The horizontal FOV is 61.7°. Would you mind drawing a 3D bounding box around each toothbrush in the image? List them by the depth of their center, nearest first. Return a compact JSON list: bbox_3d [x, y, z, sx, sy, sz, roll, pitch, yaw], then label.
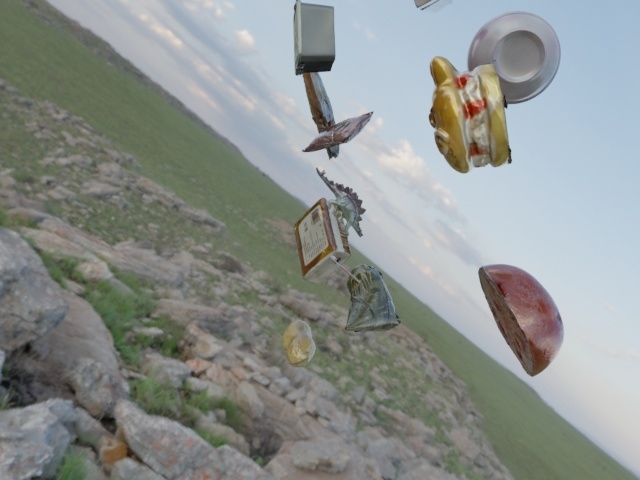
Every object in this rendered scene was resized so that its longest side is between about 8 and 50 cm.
[{"bbox_3d":[0.052,0.060,1.119,0.097,0.008,0.006,42,-5,35],"label":"toothbrush"}]

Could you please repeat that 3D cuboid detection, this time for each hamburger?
[{"bbox_3d":[0.369,-0.323,1.362,0.261,0.186,0.303,-71,151,-63],"label":"hamburger"}]

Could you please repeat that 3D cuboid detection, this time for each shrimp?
[{"bbox_3d":[-0.005,-0.371,1.447,0.164,0.062,0.317,-83,155,-75],"label":"shrimp"}]

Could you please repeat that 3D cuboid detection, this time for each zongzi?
[{"bbox_3d":[0.130,0.192,1.815,0.274,0.125,0.251,6,53,-47],"label":"zongzi"}]

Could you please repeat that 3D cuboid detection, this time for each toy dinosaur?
[{"bbox_3d":[0.052,-0.097,1.302,0.209,0.082,0.039,54,-1,-15],"label":"toy dinosaur"}]

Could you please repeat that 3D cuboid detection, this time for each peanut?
[{"bbox_3d":[-0.075,0.366,1.894,0.101,0.117,0.263,44,3,-19],"label":"peanut"}]

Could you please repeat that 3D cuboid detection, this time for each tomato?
[{"bbox_3d":[0.578,0.204,1.505,0.338,0.143,0.338,-22,90,-85],"label":"tomato"}]

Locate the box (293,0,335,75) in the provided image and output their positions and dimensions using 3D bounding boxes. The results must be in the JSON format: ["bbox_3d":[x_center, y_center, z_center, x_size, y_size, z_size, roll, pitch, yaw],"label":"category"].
[{"bbox_3d":[-0.012,-0.359,0.954,0.069,0.122,0.084,-1,-3,-6],"label":"box"}]

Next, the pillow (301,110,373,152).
[{"bbox_3d":[0.042,-0.258,1.305,0.043,0.118,0.185,53,-28,-20],"label":"pillow"}]

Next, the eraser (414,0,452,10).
[{"bbox_3d":[0.372,-0.860,1.833,0.287,0.086,0.130,-38,107,-61],"label":"eraser"}]

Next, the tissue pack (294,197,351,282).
[{"bbox_3d":[0.000,0.000,1.734,0.092,0.183,0.226,16,45,-35],"label":"tissue pack"}]

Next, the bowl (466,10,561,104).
[{"bbox_3d":[0.608,-0.568,1.670,0.287,0.287,0.144,39,18,-2],"label":"bowl"}]
